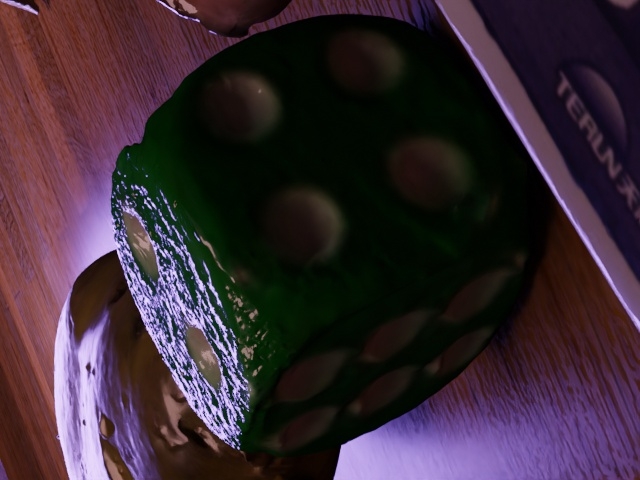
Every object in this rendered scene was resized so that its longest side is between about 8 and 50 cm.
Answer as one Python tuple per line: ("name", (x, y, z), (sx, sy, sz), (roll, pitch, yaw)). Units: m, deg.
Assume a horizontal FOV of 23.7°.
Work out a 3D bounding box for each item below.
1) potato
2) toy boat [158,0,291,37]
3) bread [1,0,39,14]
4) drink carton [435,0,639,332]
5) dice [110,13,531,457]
("potato", (-0.059, 0.080, 0.802), (0.296, 0.141, 0.192), (145, 120, -70))
("toy boat", (-0.021, -0.228, 0.502), (0.282, 0.096, 0.206), (110, 146, -48))
("bread", (-0.314, -0.284, 1.111), (0.264, 0.167, 0.163), (24, 99, 31))
("drink carton", (0.116, -0.071, 0.263), (0.134, 0.101, 0.222), (63, 158, 22))
("dice", (0.000, 0.000, 0.583), (0.120, 0.128, 0.131), (57, 156, 24))
